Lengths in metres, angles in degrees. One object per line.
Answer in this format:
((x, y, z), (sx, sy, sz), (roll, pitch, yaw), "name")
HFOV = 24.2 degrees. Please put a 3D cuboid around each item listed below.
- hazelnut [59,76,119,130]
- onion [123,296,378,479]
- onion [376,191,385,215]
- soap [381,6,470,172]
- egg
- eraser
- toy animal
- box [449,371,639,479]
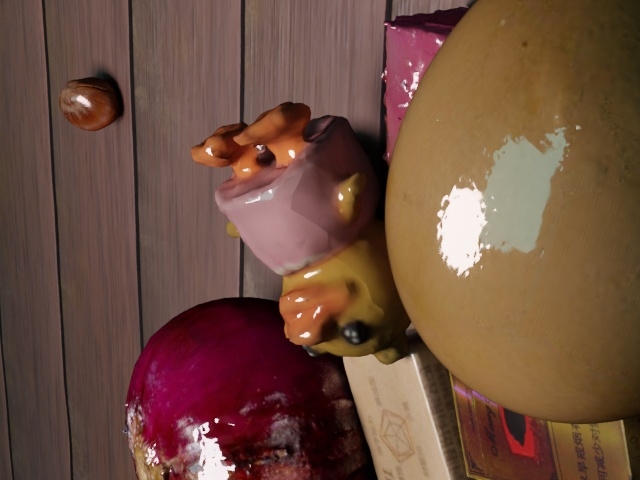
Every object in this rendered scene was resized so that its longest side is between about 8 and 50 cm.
((-0.323, -0.194, 2.082), (0.086, 0.086, 0.086), (33, 130, 48), "hazelnut")
((-0.074, 0.194, 1.685), (0.336, 0.282, 0.260), (-148, 52, -67), "onion")
((0.007, -0.041, 1.579), (0.131, 0.131, 0.131), (33, 130, 48), "onion")
((0.148, -0.056, 1.349), (0.182, 0.112, 0.289), (28, 128, 54), "soap")
((0.204, -0.044, 1.073), (0.301, 0.301, 0.374), (50, 130, 35), "egg")
((0.132, 0.261, 1.554), (0.144, 0.078, 0.343), (-14, 93, 60), "eraser")
((0.004, 0.000, 1.446), (0.195, 0.169, 0.281), (-17, 100, 48), "toy animal")
((0.218, 0.155, 1.372), (0.240, 0.071, 0.159), (4, 110, 57), "box")
